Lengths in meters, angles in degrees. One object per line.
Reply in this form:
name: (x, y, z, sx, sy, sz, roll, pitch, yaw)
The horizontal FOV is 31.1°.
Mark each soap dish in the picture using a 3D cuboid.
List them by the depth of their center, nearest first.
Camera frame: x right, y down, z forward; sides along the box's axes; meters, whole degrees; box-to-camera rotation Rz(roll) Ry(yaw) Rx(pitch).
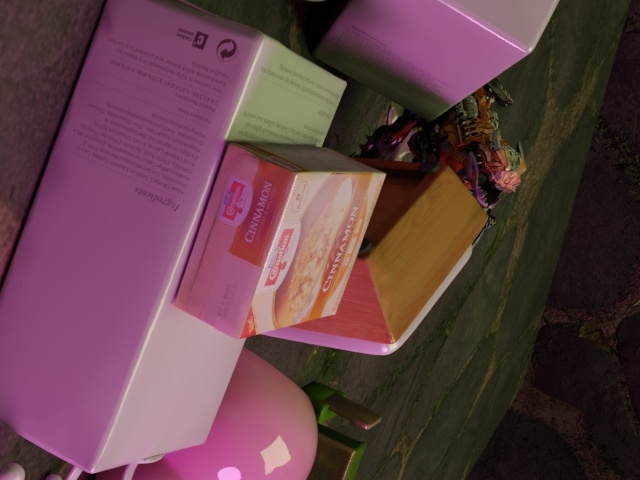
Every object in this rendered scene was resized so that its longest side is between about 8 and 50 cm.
soap dish: (0.000, 0.000, 1.223, 0.229, 0.290, 0.118, -47, 133, -42)

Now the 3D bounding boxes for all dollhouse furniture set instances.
dollhouse furniture set: (-0.023, 0.398, 1.778, 0.197, 0.151, 0.302, -13, 124, -66)

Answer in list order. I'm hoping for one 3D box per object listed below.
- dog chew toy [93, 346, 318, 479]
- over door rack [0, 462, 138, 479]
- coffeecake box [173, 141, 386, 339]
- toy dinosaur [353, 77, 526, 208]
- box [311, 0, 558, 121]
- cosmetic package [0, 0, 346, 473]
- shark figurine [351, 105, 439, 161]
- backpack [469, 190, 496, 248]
dog chew toy: (-0.151, 0.275, 1.253, 0.332, 0.206, 0.207, -54, 158, -12)
over door rack: (-0.167, 0.235, 1.008, 0.239, 0.324, 0.108, 8, 79, -69)
coffeecake box: (-0.029, -0.004, 0.971, 0.185, 0.068, 0.142, -7, 119, -65)
toy dinosaur: (0.147, -0.123, 1.435, 0.218, 0.164, 0.322, -55, -166, 19)
box: (0.135, -0.282, 1.197, 0.215, 0.168, 0.345, -63, -173, -9)
cosmetic package: (-0.139, -0.006, 1.018, 0.385, 0.156, 0.217, -66, 160, 4)
shark figurine: (0.087, -0.060, 1.609, 0.278, 0.116, 0.166, -41, 150, -47)
backpack: (0.226, -0.041, 1.977, 0.173, 0.116, 0.158, -54, 157, -33)
